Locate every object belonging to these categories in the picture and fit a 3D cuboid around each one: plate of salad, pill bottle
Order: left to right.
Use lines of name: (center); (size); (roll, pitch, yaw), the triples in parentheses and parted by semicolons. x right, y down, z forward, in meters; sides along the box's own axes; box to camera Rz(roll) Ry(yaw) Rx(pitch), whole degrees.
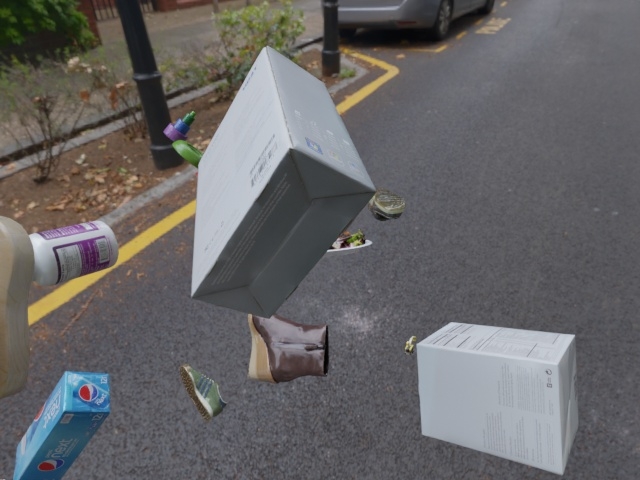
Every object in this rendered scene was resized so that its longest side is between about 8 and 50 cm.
pill bottle: (-0.821, 0.047, 1.329); (0.169, 0.170, 0.301); (22, 25, 29)
plate of salad: (0.000, 0.000, 0.813); (0.199, 0.048, 0.200); (-4, 5, 0)

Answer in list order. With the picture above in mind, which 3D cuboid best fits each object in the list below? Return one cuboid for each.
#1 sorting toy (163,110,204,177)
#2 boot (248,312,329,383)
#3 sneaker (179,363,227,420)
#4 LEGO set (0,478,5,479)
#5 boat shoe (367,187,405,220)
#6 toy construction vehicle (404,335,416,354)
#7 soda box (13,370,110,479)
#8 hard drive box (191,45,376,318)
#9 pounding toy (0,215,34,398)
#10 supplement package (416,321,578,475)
sorting toy: (-0.317, -0.260, 1.180); (0.126, 0.127, 0.365); (-48, 57, 7)
boot: (-0.075, 0.226, 1.049); (0.206, 0.090, 0.249); (-12, 60, 19)
sneaker: (-0.371, 0.473, 1.346); (0.086, 0.064, 0.192); (-14, 60, -48)
LEGO set: (-0.699, 0.501, 0.850); (0.182, 0.244, 0.060); (-36, 36, 28)
boat shoe: (0.173, -0.088, 1.126); (0.080, 0.074, 0.224); (-2, 20, -7)
toy construction vehicle: (0.326, 0.353, 1.392); (0.085, 0.035, 0.098); (-1, 21, 34)
soda box: (-0.412, 0.302, 0.667); (0.067, 0.210, 0.071); (22, 27, -41)
hard drive box: (-0.057, -0.069, 0.445); (0.089, 0.181, 0.232); (22, 34, -30)
pounding toy: (-0.313, 0.023, 0.221); (0.269, 0.154, 0.155); (23, 5, 16)
supplement package: (0.364, 0.298, 0.866); (0.262, 0.200, 0.198); (-1, 4, 39)
